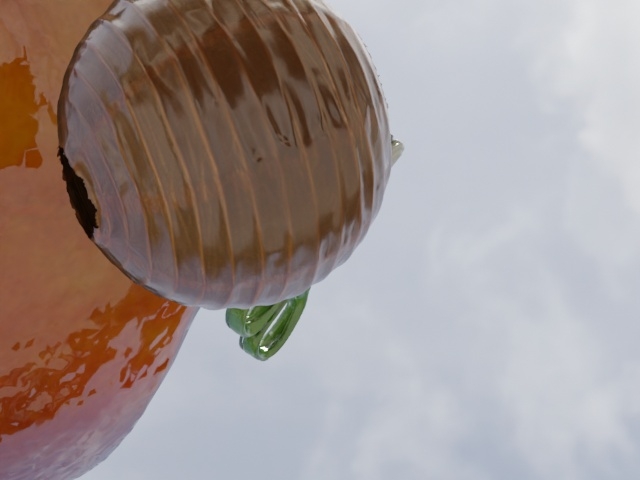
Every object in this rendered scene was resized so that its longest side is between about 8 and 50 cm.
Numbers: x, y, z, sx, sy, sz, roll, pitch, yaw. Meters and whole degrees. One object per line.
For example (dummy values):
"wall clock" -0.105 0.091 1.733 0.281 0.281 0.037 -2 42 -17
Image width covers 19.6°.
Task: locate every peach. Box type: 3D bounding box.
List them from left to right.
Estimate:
"peach" -0.236 -0.043 0.990 0.310 0.335 0.406 5 -57 -36

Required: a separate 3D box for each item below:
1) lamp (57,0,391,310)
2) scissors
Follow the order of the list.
"lamp" -0.038 -0.040 0.720 0.136 0.136 0.136 4 -98 -26
"scissors" 0.000 0.000 1.435 0.027 0.101 0.204 32 -106 21
